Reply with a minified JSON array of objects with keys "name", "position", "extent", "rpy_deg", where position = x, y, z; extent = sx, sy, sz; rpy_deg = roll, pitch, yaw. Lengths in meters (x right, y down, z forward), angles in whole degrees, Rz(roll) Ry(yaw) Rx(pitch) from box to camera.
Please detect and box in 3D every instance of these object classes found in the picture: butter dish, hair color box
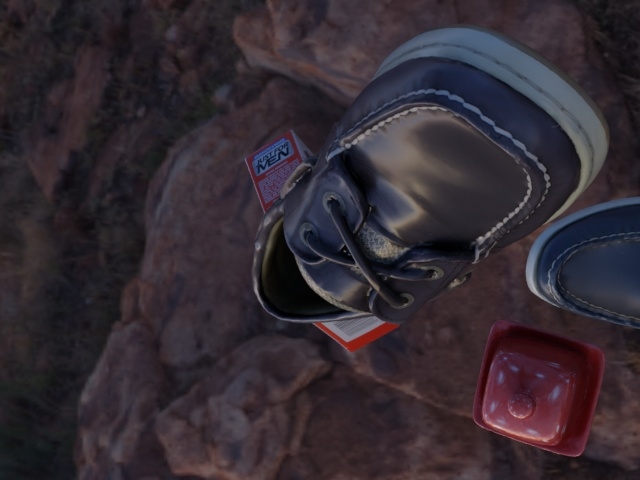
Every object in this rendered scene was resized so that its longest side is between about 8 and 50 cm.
[{"name":"butter dish","position":[0.274,0.202,1.263],"extent":[0.159,0.118,0.160],"rpy_deg":[16,103,23]},{"name":"hair color box","position":[0.000,0.000,0.808],"extent":[0.053,0.093,0.167],"rpy_deg":[-29,55,14]}]

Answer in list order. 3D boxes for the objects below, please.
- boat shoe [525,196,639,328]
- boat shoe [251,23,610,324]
[{"name":"boat shoe","position":[0.270,0.032,0.665],"extent":[0.079,0.254,0.095],"rpy_deg":[-111,32,-64]},{"name":"boat shoe","position":[0.030,-0.007,0.451],"extent":[0.092,0.103,0.285],"rpy_deg":[-53,8,-17]}]
